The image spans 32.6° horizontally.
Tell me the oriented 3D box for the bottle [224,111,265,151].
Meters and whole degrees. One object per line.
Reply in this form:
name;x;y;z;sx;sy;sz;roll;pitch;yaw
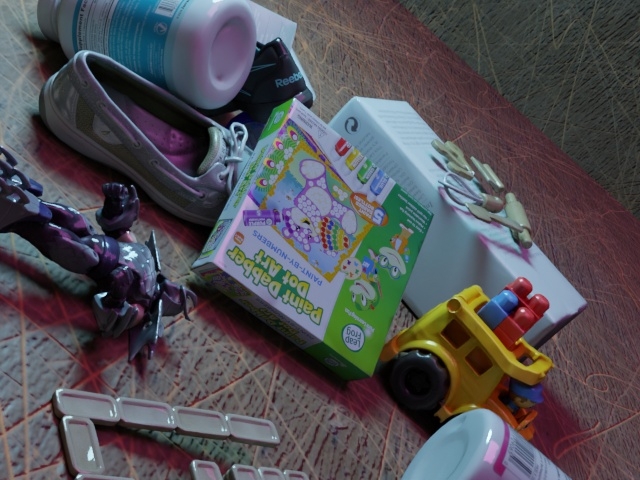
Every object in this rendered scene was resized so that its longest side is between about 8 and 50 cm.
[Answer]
bottle;-0.048;-0.052;1.452;0.118;0.092;0.283;20;32;-40

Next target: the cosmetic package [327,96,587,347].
cosmetic package;0.187;-0.008;1.703;0.453;0.161;0.230;50;22;14

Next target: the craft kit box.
craft kit box;0.000;0.000;1.307;0.250;0.061;0.246;37;62;-24

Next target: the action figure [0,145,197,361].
action figure;-0.224;0.004;1.029;0.285;0.099;0.185;34;18;-33

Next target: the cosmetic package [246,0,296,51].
cosmetic package;-0.169;-0.301;1.562;0.238;0.127;0.107;18;75;-26

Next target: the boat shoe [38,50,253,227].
boat shoe;-0.170;-0.114;1.286;0.320;0.103;0.118;31;52;-25

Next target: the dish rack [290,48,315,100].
dish rack;-0.171;-0.347;1.809;0.333;0.072;0.285;26;27;-39

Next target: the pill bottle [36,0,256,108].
pill bottle;-0.223;-0.263;1.363;0.264;0.146;0.146;20;11;24

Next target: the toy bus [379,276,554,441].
toy bus;0.219;0.159;1.390;0.220;0.211;0.149;50;20;10

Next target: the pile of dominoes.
pile of dominoes;-0.107;0.229;0.937;0.251;0.040;0.196;16;35;-37

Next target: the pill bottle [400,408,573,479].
pill bottle;0.227;0.325;1.161;0.283;0.160;0.160;41;21;-8

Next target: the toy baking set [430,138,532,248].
toy baking set;0.244;-0.064;1.656;0.197;0.030;0.256;32;24;-22

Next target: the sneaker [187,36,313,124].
sneaker;-0.113;-0.224;1.477;0.101;0.267;0.106;-35;119;-35
